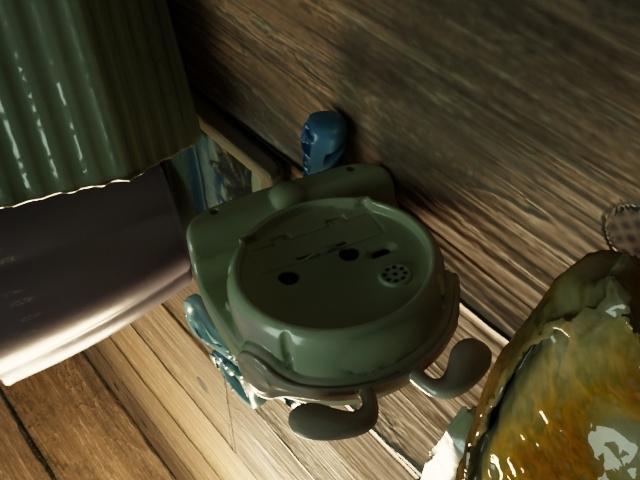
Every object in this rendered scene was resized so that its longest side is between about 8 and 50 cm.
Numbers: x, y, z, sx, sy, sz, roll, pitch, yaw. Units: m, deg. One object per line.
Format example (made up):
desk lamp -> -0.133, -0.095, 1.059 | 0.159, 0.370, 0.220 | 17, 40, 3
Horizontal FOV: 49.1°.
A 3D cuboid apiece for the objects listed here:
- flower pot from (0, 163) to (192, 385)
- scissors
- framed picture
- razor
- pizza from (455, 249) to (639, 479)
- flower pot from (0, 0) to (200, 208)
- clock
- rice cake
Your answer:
flower pot -> -0.291, 0.003, 0.817 | 0.265, 0.243, 0.265 | 53, 154, 40
scissors -> -0.080, 0.165, 0.856 | 0.393, 0.032, 0.180 | 13, 135, 62
framed picture -> -0.105, -0.013, 0.761 | 0.232, 0.024, 0.315 | 41, 148, 33
razor -> 0.000, 0.000, 0.581 | 0.253, 0.042, 0.082 | 92, 179, -46
pizza -> 0.231, 0.245, 0.352 | 0.406, 0.130, 0.440 | 33, 134, 39
flower pot -> -0.238, -0.146, 0.607 | 0.209, 0.239, 0.189 | -5, 108, 22
clock -> 0.011, 0.032, 0.432 | 0.191, 0.151, 0.062 | -125, 22, -46
rice cake -> 0.122, 0.223, 0.605 | 0.085, 0.040, 0.226 | 45, 151, 24
